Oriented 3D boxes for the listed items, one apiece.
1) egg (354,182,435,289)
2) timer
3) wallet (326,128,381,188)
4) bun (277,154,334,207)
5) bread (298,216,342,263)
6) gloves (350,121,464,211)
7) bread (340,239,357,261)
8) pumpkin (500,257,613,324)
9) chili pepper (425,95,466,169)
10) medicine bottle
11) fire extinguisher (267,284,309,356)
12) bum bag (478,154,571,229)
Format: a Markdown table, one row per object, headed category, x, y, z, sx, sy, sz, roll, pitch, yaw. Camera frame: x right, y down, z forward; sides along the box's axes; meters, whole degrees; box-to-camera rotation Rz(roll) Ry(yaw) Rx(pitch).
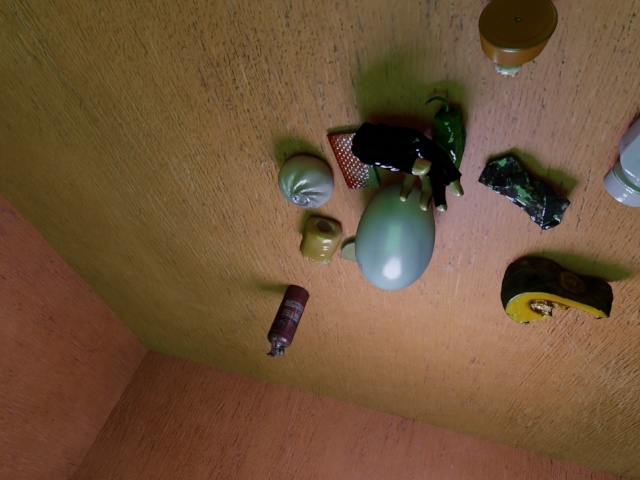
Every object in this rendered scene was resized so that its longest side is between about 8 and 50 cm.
| category | x | y | z | sx | sy | sz | roll | pitch | yaw |
| --- | --- | --- | --- | --- | --- | --- | --- | --- | --- |
| egg | 0.215 | -0.007 | 1.308 | 0.230 | 0.230 | 0.371 | 13 | 137 | 13 |
| timer | 0.368 | -0.371 | 0.872 | 0.132 | 0.132 | 0.152 | 9 | 165 | 17 |
| wallet | 0.095 | -0.223 | 1.269 | 0.103 | 0.020 | 0.196 | 0 | 138 | 28 |
| bun | -0.047 | -0.162 | 1.341 | 0.172 | 0.120 | 0.173 | 13 | 143 | 10 |
| bread | -0.001 | 0.001 | 1.553 | 0.134 | 0.085 | 0.173 | 20 | 145 | 3 |
| gloves | 0.209 | -0.186 | 1.087 | 0.301 | 0.152 | 0.197 | 46 | -167 | 16 |
| bread | 0.162 | 0.039 | 1.561 | 0.193 | 0.036 | 0.112 | 15 | 139 | 16 |
| pumpkin | 0.689 | 0.173 | 1.363 | 0.280 | 0.139 | 0.190 | 22 | 141 | 6 |
| chili pepper | 0.306 | -0.228 | 1.102 | 0.100 | 0.074 | 0.257 | 54 | 161 | 39 |
| medicine bottle | 0.708 | -0.199 | 0.900 | 0.161 | 0.111 | 0.296 | 20 | 142 | 6 |
| fire extinguisher | -0.146 | 0.337 | 1.849 | 0.106 | 0.337 | 0.147 | 13 | 143 | 10 |
| bum bag | 0.516 | -0.121 | 1.135 | 0.248 | 0.069 | 0.102 | 34 | 119 | -9 |
